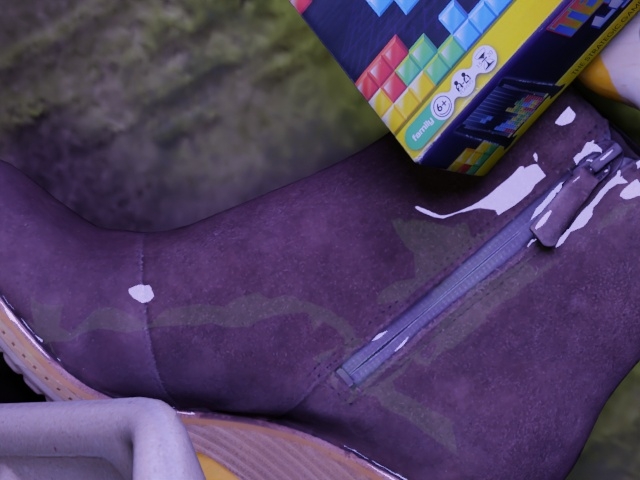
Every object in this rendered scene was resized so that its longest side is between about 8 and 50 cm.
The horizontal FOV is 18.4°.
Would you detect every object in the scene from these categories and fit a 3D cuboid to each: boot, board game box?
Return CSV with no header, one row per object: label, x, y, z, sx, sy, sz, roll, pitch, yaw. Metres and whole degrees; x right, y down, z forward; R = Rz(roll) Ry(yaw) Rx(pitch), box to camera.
boot,0.000,0.000,0.715,0.248,0.090,0.207,41,100,2
board game box,0.057,-0.129,0.634,0.170,0.048,0.141,-48,63,22

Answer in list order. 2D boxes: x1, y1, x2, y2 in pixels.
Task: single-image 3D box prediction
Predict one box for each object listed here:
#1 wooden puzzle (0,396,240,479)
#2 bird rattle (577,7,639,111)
wooden puzzle,-0.069,0.198,0.713,0.348,0.080,0.322,-5,109,55
bird rattle,0.190,-0.080,0.605,0.207,0.143,0.253,31,110,23
